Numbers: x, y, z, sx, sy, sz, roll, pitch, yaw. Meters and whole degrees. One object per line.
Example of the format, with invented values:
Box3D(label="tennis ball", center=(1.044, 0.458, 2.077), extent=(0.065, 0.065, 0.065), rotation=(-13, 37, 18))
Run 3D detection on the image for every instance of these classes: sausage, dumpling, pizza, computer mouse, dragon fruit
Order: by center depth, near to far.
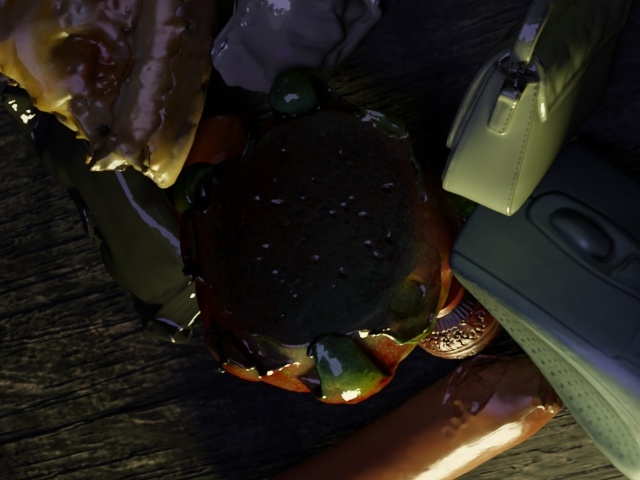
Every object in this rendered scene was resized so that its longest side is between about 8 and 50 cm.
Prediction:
Box3D(label="computer mouse", center=(0.269, 0.064, 1.622), extent=(0.371, 0.188, 0.122), rotation=(46, 160, 10))
Box3D(label="dragon fruit", center=(0.000, 0.000, 1.692), extent=(0.268, 0.130, 0.295), rotation=(-3, 75, 16))
Box3D(label="dumpling", center=(-0.013, -0.204, 1.714), extent=(0.127, 0.108, 0.188), rotation=(28, 102, -14))
Box3D(label="pizza", center=(-0.232, -0.308, 1.740), extent=(0.435, 0.080, 0.392), rotation=(32, 105, 4))
Box3D(label="sausage", center=(-0.076, -0.034, 1.812), extent=(0.089, 0.089, 0.179), rotation=(-12, 99, 28))
Box3D(label="sausage", center=(0.054, 0.217, 1.847), extent=(0.419, 0.094, 0.094), rotation=(-33, 90, 31))

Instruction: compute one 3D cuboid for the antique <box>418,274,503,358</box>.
Box3D(label="antique", center=(0.122, 0.059, 1.751), extent=(0.104, 0.104, 0.104), rotation=(9, 113, 22))

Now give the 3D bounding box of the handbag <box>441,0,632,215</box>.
Box3D(label="handbag", center=(0.184, -0.158, 1.546), extent=(0.079, 0.256, 0.219), rotation=(24, 125, 13))

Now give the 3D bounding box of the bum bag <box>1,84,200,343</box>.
Box3D(label="bum bag", center=(-0.190, -0.049, 1.870), extent=(0.142, 0.080, 0.326), rotation=(-21, 103, 38))
